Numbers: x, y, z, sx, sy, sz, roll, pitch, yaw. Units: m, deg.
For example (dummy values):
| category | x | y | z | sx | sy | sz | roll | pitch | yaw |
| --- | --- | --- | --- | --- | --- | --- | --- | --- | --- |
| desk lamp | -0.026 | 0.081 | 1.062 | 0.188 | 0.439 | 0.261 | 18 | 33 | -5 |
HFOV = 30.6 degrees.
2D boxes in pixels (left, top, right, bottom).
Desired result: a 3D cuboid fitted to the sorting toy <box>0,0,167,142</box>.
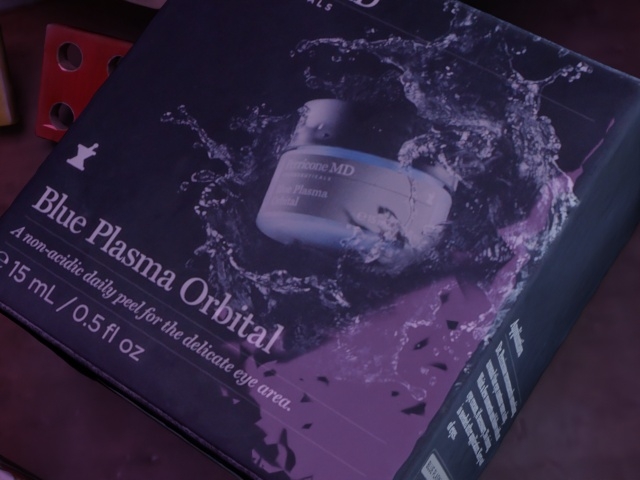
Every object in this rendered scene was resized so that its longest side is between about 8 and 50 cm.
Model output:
| category | x | y | z | sx | sy | sz | roll | pitch | yaw |
| --- | --- | --- | --- | --- | --- | --- | --- | --- | --- |
| sorting toy | -0.108 | -0.154 | 0.420 | 0.132 | 0.046 | 0.275 | 19 | 110 | 13 |

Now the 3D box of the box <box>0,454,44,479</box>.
| category | x | y | z | sx | sy | sz | roll | pitch | yaw |
| --- | --- | --- | --- | --- | --- | --- | --- | --- | --- |
| box | -0.028 | 0.142 | 0.345 | 0.324 | 0.063 | 0.067 | 23 | 76 | 21 |

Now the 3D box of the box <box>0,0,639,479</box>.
| category | x | y | z | sx | sy | sz | roll | pitch | yaw |
| --- | --- | --- | --- | --- | --- | --- | --- | --- | --- |
| box | 0.000 | 0.000 | 0.383 | 0.156 | 0.093 | 0.158 | 29 | 76 | 23 |
